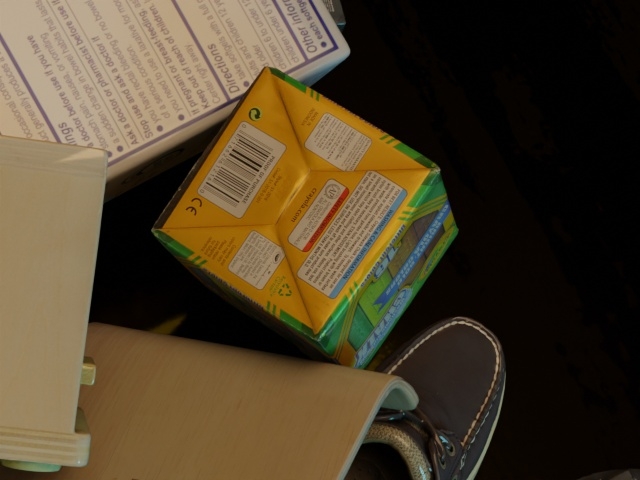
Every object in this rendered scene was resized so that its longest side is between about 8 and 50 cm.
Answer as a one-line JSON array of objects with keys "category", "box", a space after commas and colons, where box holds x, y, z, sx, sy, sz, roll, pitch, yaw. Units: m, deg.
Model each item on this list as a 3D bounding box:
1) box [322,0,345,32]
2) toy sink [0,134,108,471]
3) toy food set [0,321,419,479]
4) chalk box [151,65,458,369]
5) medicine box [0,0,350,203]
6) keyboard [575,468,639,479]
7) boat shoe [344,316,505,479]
[{"category": "box", "box": [-0.096, -0.242, 1.347, 0.183, 0.059, 0.232, -5, 64, -20]}, {"category": "toy sink", "box": [-0.190, 0.059, 0.980, 0.131, 0.153, 0.234, 8, 89, -9]}, {"category": "toy food set", "box": [-0.096, 0.180, 1.047, 0.220, 0.092, 0.306, 9, 47, 23]}, {"category": "chalk box", "box": [0.000, 0.000, 1.147, 0.132, 0.213, 0.132, 32, 84, 15]}, {"category": "medicine box", "box": [-0.178, -0.159, 1.165, 0.289, 0.149, 0.263, -29, 90, -19]}, {"category": "keyboard", "box": [0.221, 0.309, 1.152, 0.202, 0.033, 0.317, -21, 69, -25]}, {"category": "boat shoe", "box": [0.044, 0.150, 1.150, 0.103, 0.092, 0.285, 40, 59, 7]}]
